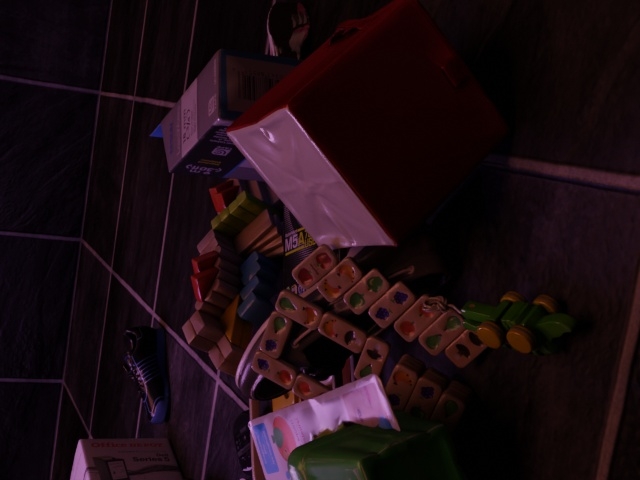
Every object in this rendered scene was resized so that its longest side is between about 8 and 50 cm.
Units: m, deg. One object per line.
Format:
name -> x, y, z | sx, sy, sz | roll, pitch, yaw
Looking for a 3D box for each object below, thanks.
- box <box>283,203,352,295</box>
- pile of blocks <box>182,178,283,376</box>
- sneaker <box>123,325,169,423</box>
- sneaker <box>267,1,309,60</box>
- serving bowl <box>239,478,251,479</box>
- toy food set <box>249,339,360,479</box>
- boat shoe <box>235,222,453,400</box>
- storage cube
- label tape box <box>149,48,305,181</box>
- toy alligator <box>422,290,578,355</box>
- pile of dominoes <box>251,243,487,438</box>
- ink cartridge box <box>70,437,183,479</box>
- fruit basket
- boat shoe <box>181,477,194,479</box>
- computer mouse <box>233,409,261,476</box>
box -> 0.000, 0.000, 1.323 | 0.191, 0.045, 0.184 | -20, 69, 62
pile of blocks -> -0.139, 0.027, 1.446 | 0.149, 0.113, 0.362 | -21, 53, 37
sneaker -> -0.396, 0.301, 2.032 | 0.081, 0.091, 0.232 | -52, 40, 48
sneaker -> -0.061, -0.308, 1.492 | 0.077, 0.072, 0.178 | 129, 146, -65
serving bowl -> -0.116, 0.435, 1.493 | 0.083, 0.027, 0.083 | -174, 90, -65
toy food set -> -0.033, 0.223, 1.288 | 0.306, 0.092, 0.219 | -36, 53, 57
boat shoe -> 0.022, 0.104, 1.093 | 0.335, 0.112, 0.095 | -46, 55, 20
storage cube -> 0.050, -0.118, 0.988 | 0.193, 0.215, 0.184 | -44, 16, -20
label tape box -> -0.090, -0.151, 1.318 | 0.334, 0.241, 0.105 | 151, 119, -61
toy alligator -> 0.181, 0.086, 0.902 | 0.190, 0.056, 0.051 | 3, 131, 52
pile of dominoes -> 0.048, 0.130, 1.010 | 0.251, 0.040, 0.196 | 27, 114, 15
ink cartridge box -> -0.383, 0.522, 1.834 | 0.273, 0.198, 0.114 | 48, 127, 57
fruit basket -> 0.029, 0.327, 0.972 | 0.353, 0.165, 0.327 | -32, 76, 53
boat shoe -> -0.257, 0.613, 1.678 | 0.123, 0.123, 0.341 | -13, -78, -89
computer mouse -> -0.088, 0.381, 1.445 | 0.071, 0.041, 0.242 | -41, 52, 33
